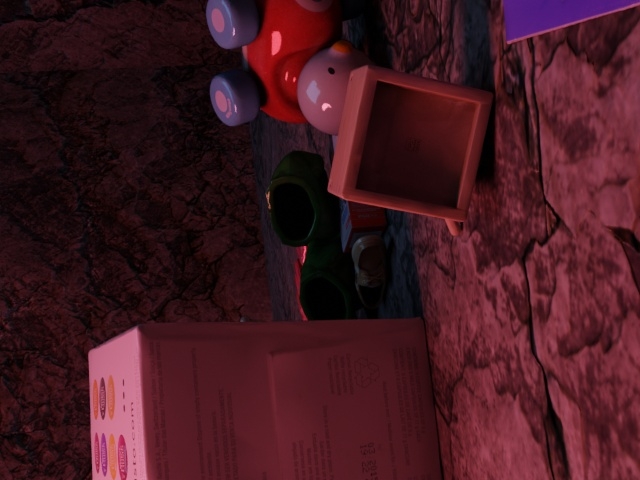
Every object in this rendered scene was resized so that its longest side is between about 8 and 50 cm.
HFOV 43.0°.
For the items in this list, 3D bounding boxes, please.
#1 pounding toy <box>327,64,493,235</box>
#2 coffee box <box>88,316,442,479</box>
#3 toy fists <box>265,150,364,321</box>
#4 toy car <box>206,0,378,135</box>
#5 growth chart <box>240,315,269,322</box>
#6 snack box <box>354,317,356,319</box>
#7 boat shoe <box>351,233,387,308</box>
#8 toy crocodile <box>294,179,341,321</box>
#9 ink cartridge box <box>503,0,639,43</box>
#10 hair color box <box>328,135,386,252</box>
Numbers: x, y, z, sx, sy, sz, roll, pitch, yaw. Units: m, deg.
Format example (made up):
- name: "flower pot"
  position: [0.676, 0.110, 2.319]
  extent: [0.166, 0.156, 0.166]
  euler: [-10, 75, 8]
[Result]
- name: "pounding toy"
  position: [0.085, -0.072, 0.715]
  extent: [0.100, 0.141, 0.130]
  euler: [-136, 57, -78]
- name: "coffee box"
  position: [-0.083, 0.278, 0.985]
  extent: [0.334, 0.338, 0.338]
  euler: [155, 113, -63]
- name: "toy fists"
  position: [0.000, 0.000, 1.217]
  extent: [0.142, 0.096, 0.279]
  euler: [-79, -29, -69]
- name: "toy car"
  position: [0.009, -0.224, 1.043]
  extent: [0.238, 0.219, 0.210]
  euler: [38, 138, 39]
- name: "growth chart"
  position: [-0.049, 0.238, 1.217]
  extent: [0.021, 0.172, 0.237]
  euler: [-17, 68, 56]
- name: "snack box"
  position: [0.053, 0.281, 1.272]
  extent: [0.322, 0.060, 0.187]
  euler: [-108, 18, -57]
- name: "boat shoe"
  position: [0.070, 0.044, 1.095]
  extent: [0.135, 0.050, 0.045]
  euler: [80, 176, -54]
- name: "toy crocodile"
  position: [-0.003, 0.055, 1.384]
  extent: [0.115, 0.105, 0.341]
  euler: [-109, 17, -60]
- name: "ink cartridge box"
  position: [0.136, -0.239, 0.511]
  extent: [0.206, 0.045, 0.208]
  euler: [-146, 51, -79]
- name: "hair color box"
  position: [0.050, -0.077, 1.145]
  extent: [0.093, 0.053, 0.167]
  euler: [102, 163, -66]
